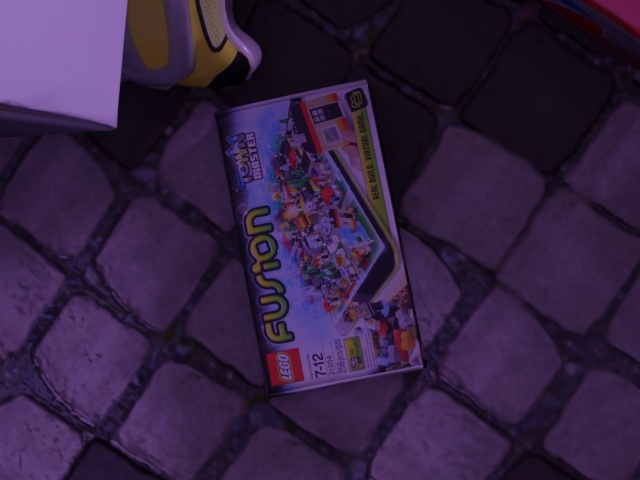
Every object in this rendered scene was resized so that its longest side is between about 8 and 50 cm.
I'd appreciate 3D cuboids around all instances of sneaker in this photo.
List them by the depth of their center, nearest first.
[{"bbox_3d":[-0.065,-0.288,1.231,0.147,0.145,0.384,17,98,0],"label":"sneaker"}]

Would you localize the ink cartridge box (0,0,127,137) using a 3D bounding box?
[{"bbox_3d":[-0.252,-0.261,1.161,0.279,0.160,0.384,0,84,50],"label":"ink cartridge box"}]

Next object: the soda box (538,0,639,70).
[{"bbox_3d":[0.156,-0.217,1.210,0.263,0.092,0.083,35,90,8],"label":"soda box"}]

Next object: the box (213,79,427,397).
[{"bbox_3d":[0.000,0.000,1.239,0.114,0.036,0.207,-12,84,6],"label":"box"}]
